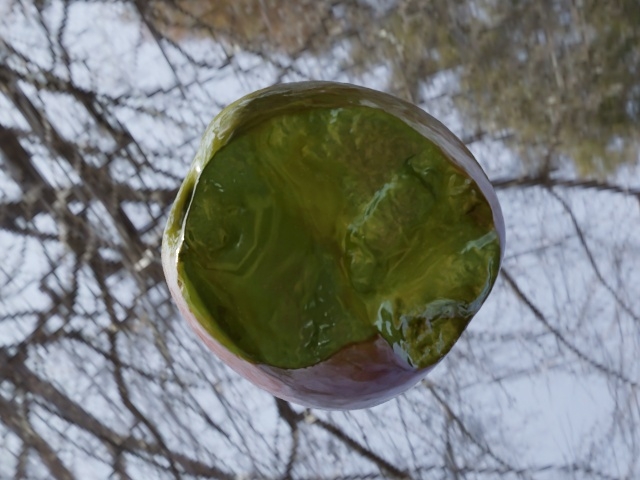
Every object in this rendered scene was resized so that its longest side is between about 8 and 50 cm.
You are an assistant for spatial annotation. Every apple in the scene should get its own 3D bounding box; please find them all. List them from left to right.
[{"bbox_3d":[0.000,0.000,1.164,0.226,0.246,0.246,30,-113,-13],"label":"apple"}]
